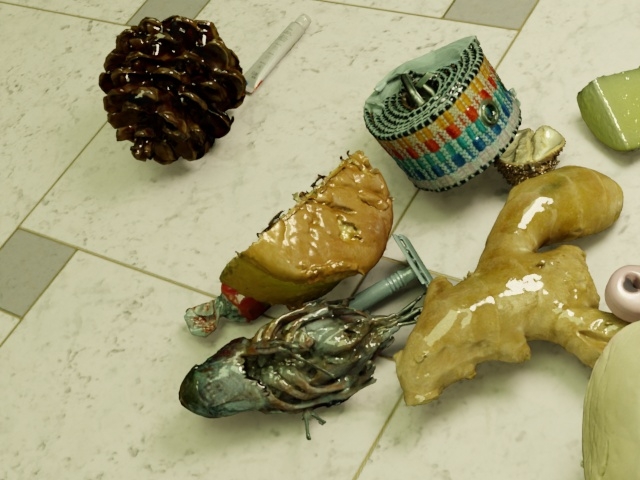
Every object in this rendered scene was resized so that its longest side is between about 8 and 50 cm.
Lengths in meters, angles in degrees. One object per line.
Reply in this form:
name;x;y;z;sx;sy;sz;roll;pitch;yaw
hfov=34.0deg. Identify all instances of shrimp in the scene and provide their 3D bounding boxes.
shrimp;-0.007;0.170;1.368;0.372;0.137;0.172;-20;77;14

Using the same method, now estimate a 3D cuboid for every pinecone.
pinecone;-0.242;-0.239;1.739;0.243;0.243;0.257;-16;62;9

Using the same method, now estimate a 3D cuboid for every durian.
durian;0.303;-0.108;1.504;0.110;0.071;0.140;-13;26;13

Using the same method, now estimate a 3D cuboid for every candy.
candy;-0.074;0.045;1.536;0.292;0.059;0.086;-40;50;-12

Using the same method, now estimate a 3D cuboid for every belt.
belt;0.180;-0.187;1.535;0.207;0.150;0.257;-35;23;12

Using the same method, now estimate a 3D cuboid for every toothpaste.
toothpaste;-0.081;-0.336;1.883;0.048;0.031;0.190;27;68;33

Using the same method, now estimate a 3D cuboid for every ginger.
ginger;0.256;0.052;1.344;0.348;0.122;0.363;-5;59;-1

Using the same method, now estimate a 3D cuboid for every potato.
potato;0.465;-0.186;1.530;0.149;0.081;0.120;-16;76;-14

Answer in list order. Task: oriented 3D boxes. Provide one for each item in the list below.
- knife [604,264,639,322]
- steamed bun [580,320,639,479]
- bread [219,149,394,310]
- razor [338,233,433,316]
knife;0.489;0.118;1.205;0.336;0.043;0.081;23;59;15
steamed bun;0.360;0.210;1.143;0.152;0.170;0.238;-17;59;51
bread;-0.001;0.001;1.423;0.260;0.147;0.160;-46;3;-42
razor;0.045;0.092;1.454;0.232;0.068;0.106;-30;46;2
